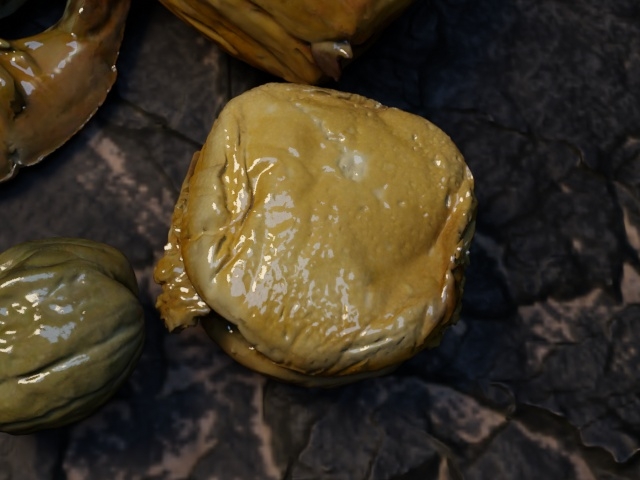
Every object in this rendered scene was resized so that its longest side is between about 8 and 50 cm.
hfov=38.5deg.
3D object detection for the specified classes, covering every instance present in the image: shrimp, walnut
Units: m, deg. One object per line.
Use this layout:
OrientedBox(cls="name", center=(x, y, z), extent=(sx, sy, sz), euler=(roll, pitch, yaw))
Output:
OrientedBox(cls="shrimp", center=(-0.155, -0.129, 0.468), extent=(0.145, 0.061, 0.267), euler=(42, 62, -6))
OrientedBox(cls="walnut", center=(-0.119, 0.040, 0.398), extent=(0.092, 0.092, 0.092), euler=(4, 69, -9))

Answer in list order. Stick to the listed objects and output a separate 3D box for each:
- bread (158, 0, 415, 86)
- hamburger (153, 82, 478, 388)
OrientedBox(cls="bread", center=(-0.035, -0.203, 0.469), extent=(0.235, 0.099, 0.210), euler=(43, 57, -11))
OrientedBox(cls="hamburger", center=(0.000, 0.000, 0.434), extent=(0.147, 0.083, 0.138), euler=(11, 64, -8))
